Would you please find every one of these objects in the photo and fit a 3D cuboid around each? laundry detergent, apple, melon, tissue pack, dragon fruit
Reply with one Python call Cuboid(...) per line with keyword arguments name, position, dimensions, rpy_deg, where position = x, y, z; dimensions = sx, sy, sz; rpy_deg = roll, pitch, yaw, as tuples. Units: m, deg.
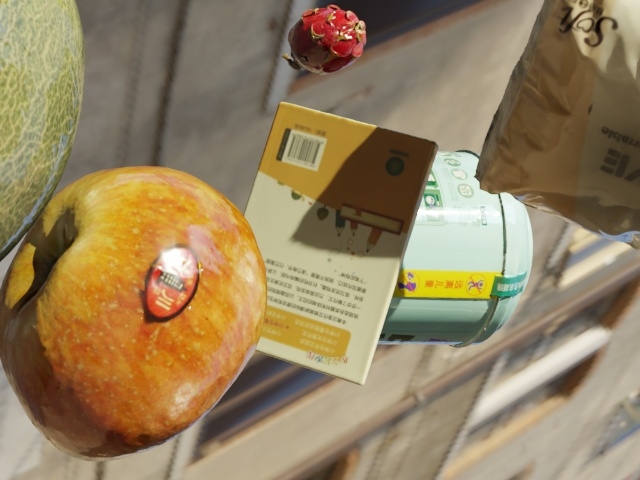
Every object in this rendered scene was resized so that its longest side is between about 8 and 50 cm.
Cuboid(name="laundry detergent", position=(0.125, 0.009, 2.139), dimensions=(0.287, 0.305, 0.287), rpy_deg=(-178, -90, -69))
Cuboid(name="apple", position=(-0.207, 0.063, 1.564), dimensions=(0.277, 0.309, 0.250), rpy_deg=(-12, -57, 31))
Cuboid(name="melon", position=(-0.286, -0.100, 1.041), dimensions=(0.237, 0.302, 0.237), rpy_deg=(12, -33, 8))
Cuboid(name="tissue pack", position=(0.389, -0.138, 1.680), dimensions=(0.375, 0.195, 0.390), rpy_deg=(24, -42, 11))
Cuboid(name="dragon fruit", position=(-0.010, -0.262, 2.054), dimensions=(0.190, 0.094, 0.094), rpy_deg=(-17, -82, 58))

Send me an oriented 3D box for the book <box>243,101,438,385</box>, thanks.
Cuboid(name="book", position=(0.000, 0.000, 1.770), dimensions=(0.208, 0.020, 0.295), rpy_deg=(17, -93, 20))
